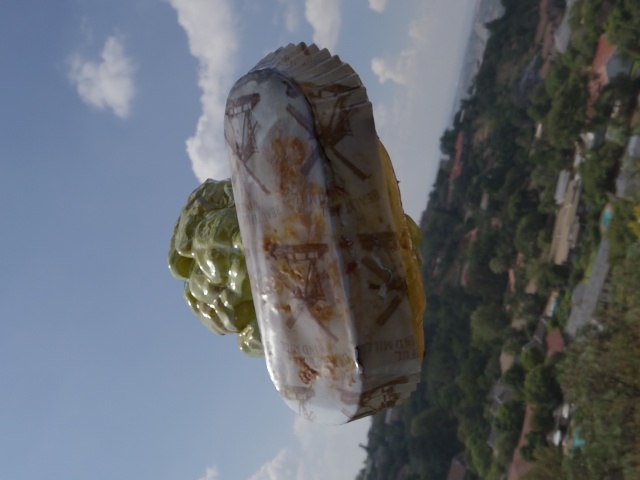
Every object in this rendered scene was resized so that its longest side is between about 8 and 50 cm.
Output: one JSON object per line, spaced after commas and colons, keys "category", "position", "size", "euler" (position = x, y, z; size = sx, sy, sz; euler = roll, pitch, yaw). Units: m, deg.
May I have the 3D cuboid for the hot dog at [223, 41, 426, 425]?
{"category": "hot dog", "position": [0.000, 0.000, 0.408], "size": [0.069, 0.131, 0.252], "euler": [-20, -78, -50]}

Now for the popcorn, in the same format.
{"category": "popcorn", "position": [-0.025, -0.002, 0.601], "size": [0.216, 0.235, 0.181], "euler": [-86, -27, -61]}
